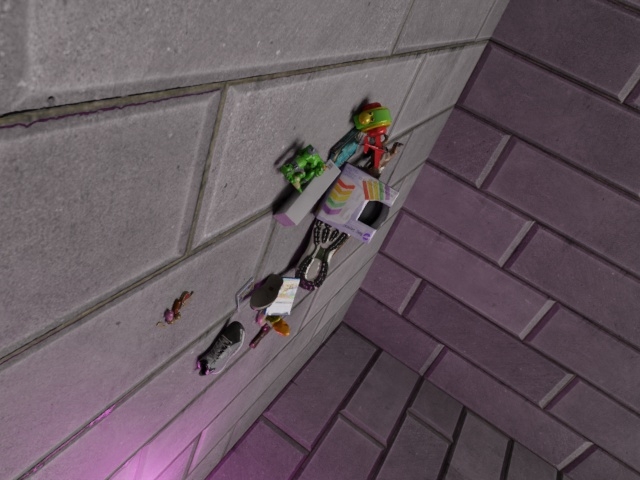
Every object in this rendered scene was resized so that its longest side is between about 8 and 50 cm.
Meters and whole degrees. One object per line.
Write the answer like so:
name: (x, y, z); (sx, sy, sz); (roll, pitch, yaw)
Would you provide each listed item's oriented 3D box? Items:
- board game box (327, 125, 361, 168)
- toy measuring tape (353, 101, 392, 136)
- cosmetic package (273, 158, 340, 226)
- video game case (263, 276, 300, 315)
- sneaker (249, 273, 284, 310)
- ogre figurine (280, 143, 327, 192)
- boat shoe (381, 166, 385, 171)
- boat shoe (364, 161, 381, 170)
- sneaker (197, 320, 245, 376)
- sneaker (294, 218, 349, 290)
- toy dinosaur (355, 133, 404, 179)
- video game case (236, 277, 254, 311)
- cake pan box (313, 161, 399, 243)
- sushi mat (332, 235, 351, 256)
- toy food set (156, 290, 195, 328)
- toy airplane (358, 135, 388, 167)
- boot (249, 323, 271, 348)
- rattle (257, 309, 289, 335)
board game box: (0.082, -0.321, 1.711); (0.186, 0.026, 0.126); (-48, 163, -34)
toy measuring tape: (0.214, -0.430, 1.721); (0.122, 0.121, 0.330); (-62, 165, 17)
cosmetic package: (-0.042, -0.149, 1.509); (0.239, 0.060, 0.098); (-52, -157, -19)
video game case: (-0.156, 0.226, 1.919); (0.119, 0.015, 0.167); (7, 107, -35)
sneaker: (-0.207, 0.225, 1.763); (0.118, 0.083, 0.222); (-64, 172, 28)
ogre figurine: (-0.049, -0.213, 1.384); (0.118, 0.097, 0.197); (-40, 151, 4)
boat shoe: (0.275, -0.345, 2.274); (0.137, 0.049, 0.043); (-59, 164, 26)
boat shoe: (0.195, -0.256, 2.100); (0.268, 0.096, 0.088); (-52, 161, -26)
sneaker: (-0.355, 0.391, 1.661); (0.229, 0.086, 0.132); (-60, 163, 14)
sneaker: (0.000, 0.000, 2.007); (0.411, 0.158, 0.182); (-60, -164, 6)
toy dinosaur: (0.248, -0.345, 2.031); (0.201, 0.127, 0.295); (-64, 169, 23)
video game case: (-0.266, 0.191, 1.676); (0.087, 0.011, 0.122); (-48, 163, -32)
cake pan box: (0.142, -0.143, 1.855); (0.246, 0.266, 0.070); (-58, -158, 12)
sushi mat: (0.071, -0.011, 2.063); (0.317, 0.019, 0.152); (-50, -154, 33)
toy food set: (-0.378, 0.184, 1.260); (0.122, 0.019, 0.078); (-54, 166, -12)
toy airplane: (0.213, -0.369, 1.880); (0.151, 0.151, 0.028); (-50, -158, -26)
boot: (-0.273, 0.427, 2.121); (0.114, 0.037, 0.106); (-44, 159, -28)
rattle: (-0.179, 0.304, 1.966); (0.130, 0.143, 0.200); (-18, 148, -40)
